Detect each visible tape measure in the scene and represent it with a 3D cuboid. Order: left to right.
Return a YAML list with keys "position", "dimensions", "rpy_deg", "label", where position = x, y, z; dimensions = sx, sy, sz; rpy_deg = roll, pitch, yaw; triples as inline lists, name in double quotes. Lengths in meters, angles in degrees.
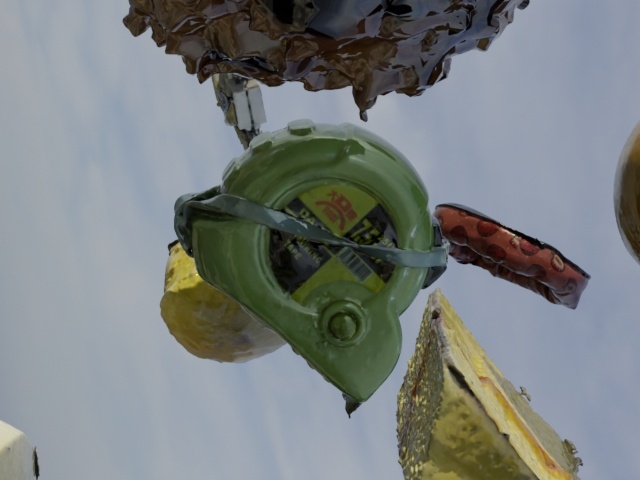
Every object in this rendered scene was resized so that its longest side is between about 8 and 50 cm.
- position: [0.000, 0.000, 1.013]
  dimensions: [0.200, 0.175, 0.106]
  rpy_deg: [39, 7, -12]
  label: "tape measure"

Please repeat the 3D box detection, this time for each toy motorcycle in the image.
- position: [-0.116, -0.220, 1.939]
  dimensions: [0.151, 0.074, 0.229]
  rpy_deg: [-115, -171, -46]
  label: "toy motorcycle"

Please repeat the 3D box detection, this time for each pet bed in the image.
- position: [0.207, 0.014, 1.536]
  dimensions: [0.053, 0.201, 0.201]
  rpy_deg: [-64, -166, -6]
  label: "pet bed"

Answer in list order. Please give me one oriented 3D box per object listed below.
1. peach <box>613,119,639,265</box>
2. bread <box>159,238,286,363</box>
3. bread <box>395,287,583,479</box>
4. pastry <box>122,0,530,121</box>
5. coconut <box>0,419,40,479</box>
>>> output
- position: [0.332, -0.031, 0.973]
  dimensions: [0.251, 0.251, 0.153]
  rpy_deg: [165, -71, -76]
  label: "peach"
- position: [-0.113, 0.060, 1.768]
  dimensions: [0.170, 0.197, 0.197]
  rpy_deg: [-101, -175, -47]
  label: "bread"
- position: [0.165, 0.150, 1.192]
  dimensions: [0.240, 0.178, 0.135]
  rpy_deg: [-82, -173, -78]
  label: "bread"
- position: [0.013, -0.248, 0.777]
  dimensions: [0.405, 0.292, 0.337]
  rpy_deg: [19, 82, -81]
  label: "pastry"
- position: [-0.454, 0.303, 1.520]
  dimensions: [0.323, 0.323, 0.323]
  rpy_deg: [163, -90, -76]
  label: "coconut"
